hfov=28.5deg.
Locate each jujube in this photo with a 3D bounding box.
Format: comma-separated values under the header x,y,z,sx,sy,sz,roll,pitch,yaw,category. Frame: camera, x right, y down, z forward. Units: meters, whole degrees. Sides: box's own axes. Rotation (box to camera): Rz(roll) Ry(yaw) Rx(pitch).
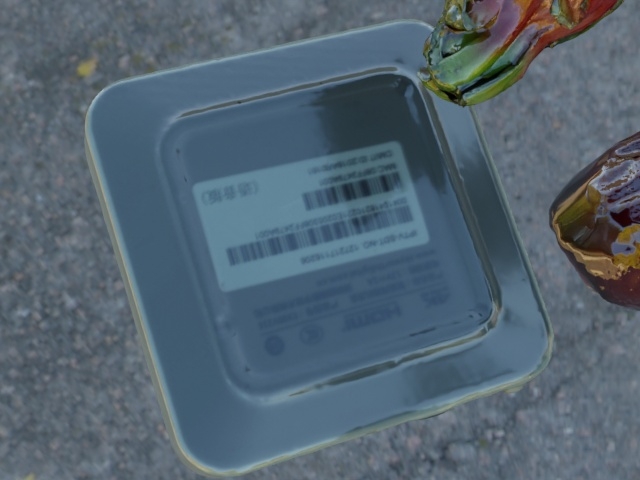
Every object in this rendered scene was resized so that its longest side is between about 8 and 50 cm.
x,y,z,sx,sy,sz,roll,pitch,yaw,category
0.482,-0.048,1.595,0.376,0.258,0.258,-17,55,12,jujube

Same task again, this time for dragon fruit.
x,y,z,sx,sy,sz,roll,pitch,yaw,category
0.156,-0.249,1.026,0.269,0.198,0.200,-37,77,-3,dragon fruit

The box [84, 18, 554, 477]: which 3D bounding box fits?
x,y,z,sx,sy,sz,roll,pitch,yaw,category
0.000,0.000,1.156,0.367,0.090,0.373,-16,79,-17,box
